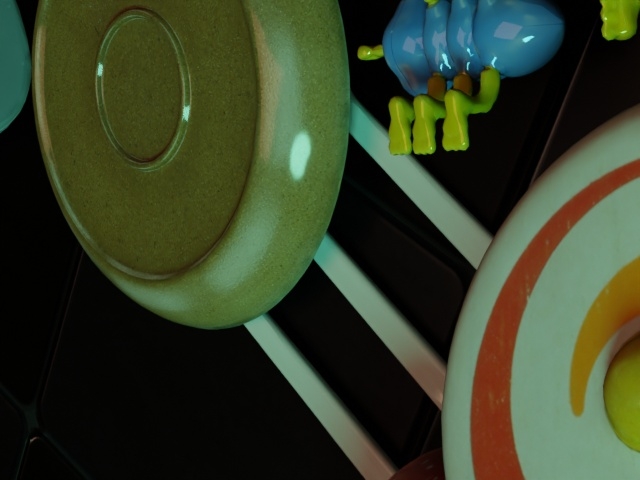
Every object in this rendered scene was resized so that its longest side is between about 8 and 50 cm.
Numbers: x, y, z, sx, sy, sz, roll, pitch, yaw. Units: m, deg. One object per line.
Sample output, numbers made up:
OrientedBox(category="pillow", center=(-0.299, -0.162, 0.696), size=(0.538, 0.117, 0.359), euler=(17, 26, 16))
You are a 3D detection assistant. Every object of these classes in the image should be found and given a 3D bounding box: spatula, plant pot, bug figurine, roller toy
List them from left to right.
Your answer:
OrientedBox(category="plant pot", center=(-0.076, -0.073, 0.770), size=(0.236, 0.032, 0.236), euler=(10, 103, 49))
OrientedBox(category="spatula", center=(0.000, 0.000, 0.735), size=(0.242, 0.019, 0.168), euler=(49, 124, 29))
OrientedBox(category="bug figurine", center=(0.083, -0.169, 0.572), size=(0.216, 0.072, 0.279), euler=(6, 99, 52))
OrientedBox(category="roller toy", center=(0.139, 0.052, 0.486), size=(0.209, 0.146, 0.191), euler=(-56, 44, 19))

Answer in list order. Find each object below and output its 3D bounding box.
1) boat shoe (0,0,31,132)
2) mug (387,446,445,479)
OrientedBox(category="boat shoe", center=(-0.276, -0.219, 0.916), size=(0.156, 0.136, 0.367), euler=(-12, 97, 48))
OrientedBox(category="mug", center=(0.093, 0.154, 0.606), size=(0.169, 0.113, 0.150), euler=(34, 120, 33))
